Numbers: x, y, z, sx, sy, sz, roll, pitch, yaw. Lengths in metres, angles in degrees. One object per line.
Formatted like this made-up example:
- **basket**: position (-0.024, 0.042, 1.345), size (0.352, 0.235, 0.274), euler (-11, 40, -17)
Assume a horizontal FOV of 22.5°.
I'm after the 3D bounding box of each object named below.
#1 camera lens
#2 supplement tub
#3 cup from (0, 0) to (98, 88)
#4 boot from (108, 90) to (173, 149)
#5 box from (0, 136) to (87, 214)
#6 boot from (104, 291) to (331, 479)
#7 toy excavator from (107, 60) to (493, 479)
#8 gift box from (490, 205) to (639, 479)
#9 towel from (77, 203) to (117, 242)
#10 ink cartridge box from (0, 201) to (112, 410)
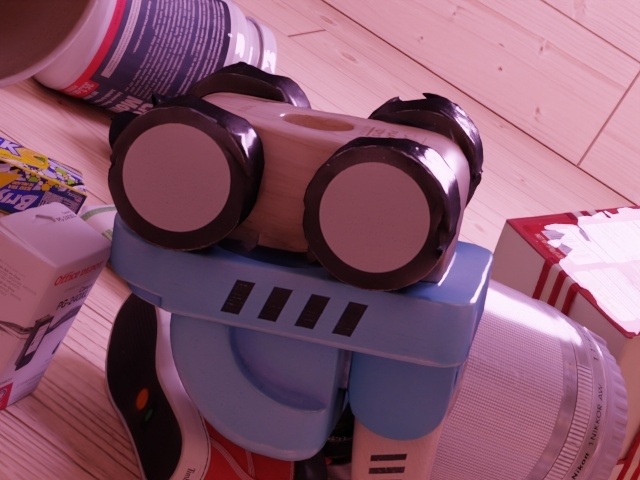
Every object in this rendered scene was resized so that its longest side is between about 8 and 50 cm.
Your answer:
- **camera lens**: position (0.119, 0.138, 1.478), size (0.274, 0.219, 0.219), euler (24, 19, -35)
- **supplement tub**: position (-0.212, -0.243, 2.020), size (0.272, 0.191, 0.191), euler (20, 21, -32)
- **cup**: position (-0.428, -0.329, 1.771), size (0.331, 0.331, 0.237), euler (23, -5, -27)
- **boot**: position (-0.102, -0.118, 1.897), size (0.246, 0.094, 0.207), euler (-13, 30, -38)
- **box**: position (-0.319, -0.067, 1.589), size (0.169, 0.054, 0.059), euler (24, 19, -24)
- **boot**: position (-0.082, 0.142, 1.375), size (0.176, 0.088, 0.244), euler (20, 29, -33)
- **toy excavator**: position (0.039, 0.119, 1.251), size (0.433, 0.445, 0.222), euler (12, 17, 8)
- **gift box**: position (0.284, 0.126, 1.764), size (0.276, 0.258, 0.255), euler (-3, 36, -29)
- **towel**: position (-0.084, 0.064, 1.664), size (0.325, 0.038, 0.248), euler (40, 19, 21)
- **ink cartridge box**: position (-0.234, 0.054, 1.237), size (0.063, 0.150, 0.109), euler (34, 18, 9)
